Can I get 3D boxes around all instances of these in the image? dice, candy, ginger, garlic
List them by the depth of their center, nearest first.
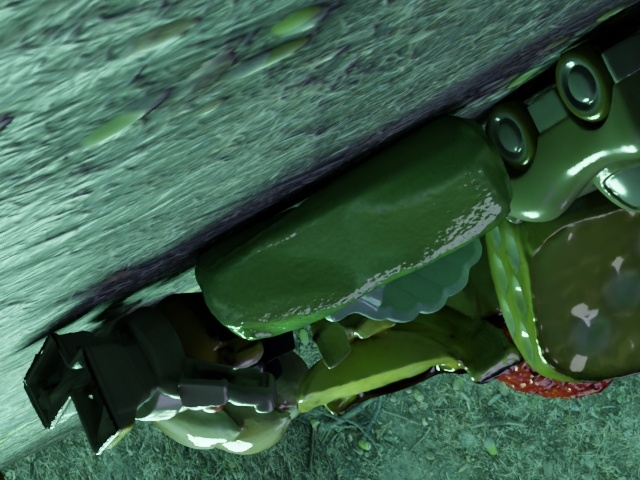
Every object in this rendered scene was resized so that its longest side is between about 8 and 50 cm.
[{"bbox_3d":[0.036,-0.014,1.440,0.344,0.132,0.142,-27,-142,10],"label":"candy"},{"bbox_3d":[0.350,0.027,1.749,0.233,0.238,0.227,-14,-157,-6],"label":"dice"},{"bbox_3d":[0.117,0.058,1.952,0.358,0.211,0.413,-6,-130,40],"label":"ginger"},{"bbox_3d":[-0.148,0.232,2.084,0.325,0.132,0.279,20,-148,30],"label":"garlic"}]

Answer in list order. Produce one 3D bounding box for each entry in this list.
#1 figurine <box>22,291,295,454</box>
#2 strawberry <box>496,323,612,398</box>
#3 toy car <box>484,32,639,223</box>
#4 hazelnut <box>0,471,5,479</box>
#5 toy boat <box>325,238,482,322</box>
[{"bbox_3d":[-0.165,0.136,1.520,0.308,0.308,0.143,-24,133,-43],"label":"figurine"},{"bbox_3d":[0.331,0.123,2.050,0.277,0.257,0.257,-12,168,-25],"label":"strawberry"},{"bbox_3d":[0.359,-0.116,1.522,0.242,0.226,0.336,-26,174,-27],"label":"toy car"},{"bbox_3d":[-0.544,0.440,1.754,0.366,0.365,0.366,-28,175,-3],"label":"hazelnut"},{"bbox_3d":[0.087,0.001,1.666,0.100,0.199,0.290,12,-156,40],"label":"toy boat"}]
